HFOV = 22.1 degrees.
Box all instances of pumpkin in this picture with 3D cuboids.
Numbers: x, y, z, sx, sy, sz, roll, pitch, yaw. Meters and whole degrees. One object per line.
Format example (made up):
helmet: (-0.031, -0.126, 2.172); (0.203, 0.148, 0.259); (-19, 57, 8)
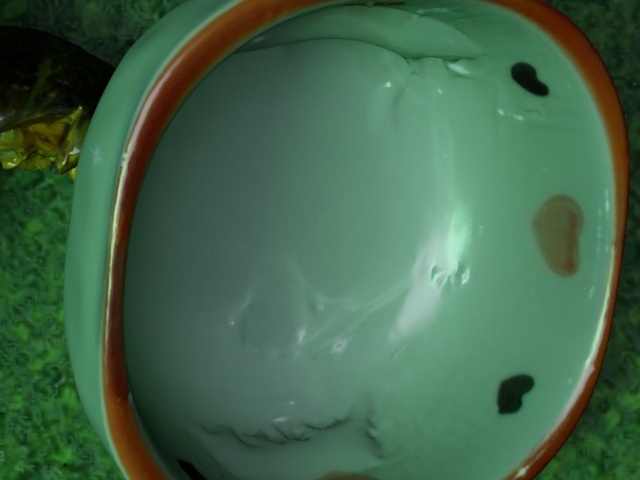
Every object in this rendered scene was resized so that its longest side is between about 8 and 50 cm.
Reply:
pumpkin: (-0.170, -0.036, 0.730); (0.183, 0.119, 0.108); (-37, 87, 6)

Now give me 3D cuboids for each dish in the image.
dish: (0.000, 0.000, 0.689); (0.256, 0.117, 0.256); (-8, 107, -27)
